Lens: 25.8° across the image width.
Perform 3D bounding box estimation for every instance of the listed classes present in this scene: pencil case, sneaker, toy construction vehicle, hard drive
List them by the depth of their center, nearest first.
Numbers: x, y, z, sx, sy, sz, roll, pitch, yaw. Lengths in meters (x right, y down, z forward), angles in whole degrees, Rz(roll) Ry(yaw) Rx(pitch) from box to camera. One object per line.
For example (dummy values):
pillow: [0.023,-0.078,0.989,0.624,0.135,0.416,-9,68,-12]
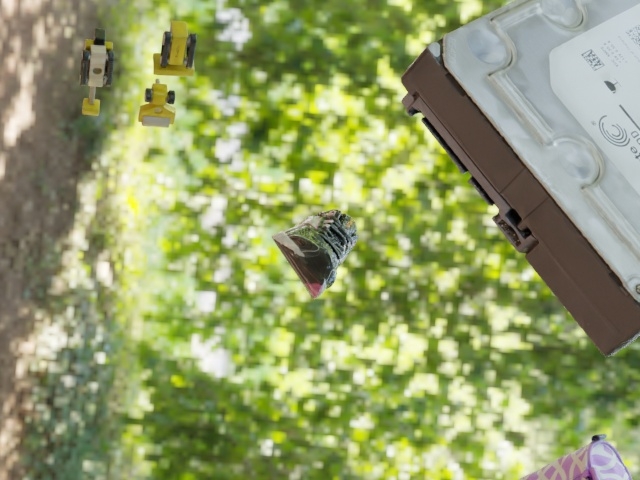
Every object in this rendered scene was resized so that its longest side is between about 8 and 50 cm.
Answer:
hard drive: [0.241,-0.092,1.004,0.339,0.237,0.064,-29,167,-37]
toy construction vehicle: [-0.141,-0.131,1.068,0.098,0.086,0.035,104,-18,-49]
sneaker: [0.000,0.000,1.355,0.072,0.077,0.178,55,0,-12]
pencil case: [0.260,0.302,1.598,0.088,0.206,0.086,-12,69,-53]
